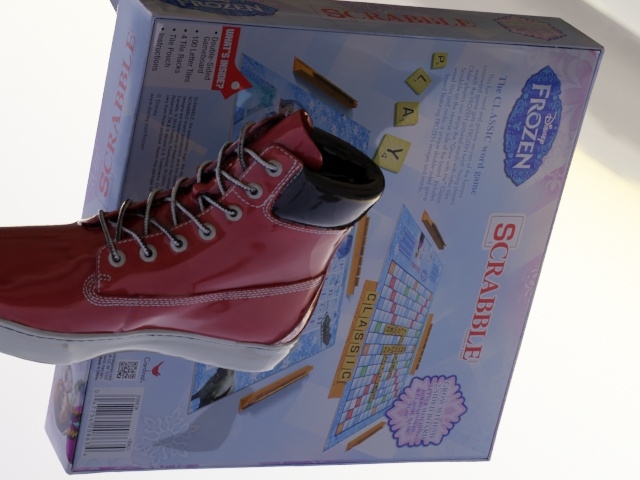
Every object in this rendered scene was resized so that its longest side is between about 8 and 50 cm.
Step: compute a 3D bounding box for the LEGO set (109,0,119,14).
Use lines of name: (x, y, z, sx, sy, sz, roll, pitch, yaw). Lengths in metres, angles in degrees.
LEGO set: (-0.093, -0.242, 1.340, 0.182, 0.060, 0.244, -27, -88, -46)

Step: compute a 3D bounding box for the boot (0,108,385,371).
boot: (-0.092, -0.014, 1.106, 0.244, 0.176, 0.088, 5, -136, -29)

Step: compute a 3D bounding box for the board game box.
board game box: (0.000, 0.000, 1.308, 0.318, 0.318, 0.066, 2, -155, -26)
